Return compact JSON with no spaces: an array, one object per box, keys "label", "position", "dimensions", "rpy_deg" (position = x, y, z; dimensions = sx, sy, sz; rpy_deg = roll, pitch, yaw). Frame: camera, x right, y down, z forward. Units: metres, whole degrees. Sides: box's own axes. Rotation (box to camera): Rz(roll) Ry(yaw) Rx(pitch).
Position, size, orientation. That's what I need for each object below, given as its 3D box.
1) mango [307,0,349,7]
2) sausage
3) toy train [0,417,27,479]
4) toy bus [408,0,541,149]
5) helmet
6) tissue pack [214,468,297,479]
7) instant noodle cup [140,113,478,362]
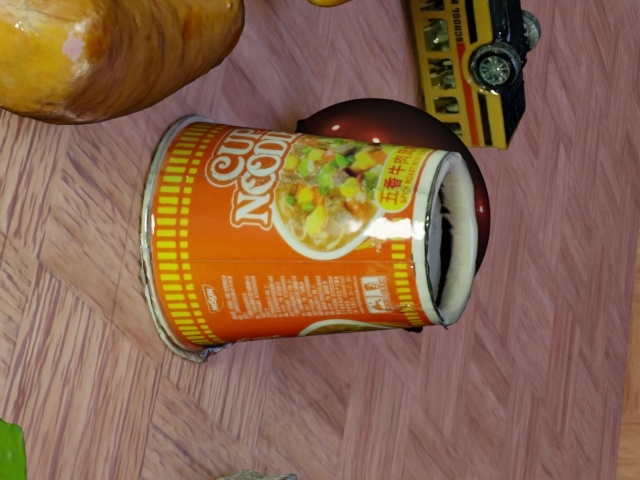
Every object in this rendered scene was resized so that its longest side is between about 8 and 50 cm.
[{"label":"mango","position":[0.023,-0.309,1.417],"dimensions":[0.154,0.126,0.252],"rpy_deg":[46,48,-46]},{"label":"sausage","position":[-0.138,-0.129,1.029],"dimensions":[0.270,0.109,0.109],"rpy_deg":[-29,118,-68]},{"label":"toy train","position":[-0.243,0.157,0.682],"dimensions":[0.307,0.173,0.249],"rpy_deg":[18,65,-68]},{"label":"toy bus","position":[0.159,-0.269,1.777],"dimensions":[0.121,0.123,0.335],"rpy_deg":[-56,141,-53]},{"label":"helmet","position":[0.052,-0.022,1.449],"dimensions":[0.216,0.193,0.189],"rpy_deg":[67,13,24]},{"label":"tissue pack","position":[-0.063,0.263,1.289],"dimensions":[0.115,0.065,0.155],"rpy_deg":[-2,94,-67]},{"label":"instant noodle cup","position":[0.000,0.000,1.238],"dimensions":[0.193,0.212,0.193],"rpy_deg":[1,90,-69]}]
